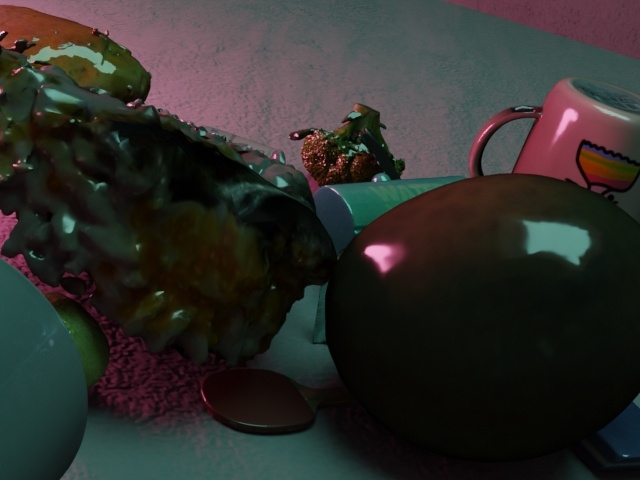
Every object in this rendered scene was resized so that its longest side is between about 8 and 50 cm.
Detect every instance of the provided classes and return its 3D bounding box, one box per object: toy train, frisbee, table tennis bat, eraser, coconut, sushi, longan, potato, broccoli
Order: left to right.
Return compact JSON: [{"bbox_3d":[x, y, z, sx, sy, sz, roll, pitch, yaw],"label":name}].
[{"bbox_3d":[-0.331,-0.183,1.236,0.296,0.141,0.192,4,25,9],"label":"potato"},{"bbox_3d":[-0.209,0.085,0.877,0.087,0.096,0.088,-8,52,11],"label":"coconut"},{"bbox_3d":[-0.181,-0.047,0.996,0.417,0.176,0.417,25,6,-3],"label":"sushi"},{"bbox_3d":[-0.029,0.136,0.971,0.156,0.013,0.087,0,27,-30],"label":"table tennis bat"},{"bbox_3d":[0.039,-0.110,1.410,0.131,0.120,0.130,32,15,35],"label":"broccoli"},{"bbox_3d":[0.099,-0.054,1.344,0.187,0.012,0.211,60,31,2],"label":"frisbee"},{"bbox_3d":[0.100,-0.011,1.226,0.248,0.101,0.159,-7,55,-40],"label":"toy train"},{"bbox_3d":[0.148,0.070,0.966,0.300,0.300,0.243,11,67,-15],"label":"longan"},{"bbox_3d":[0.248,0.151,1.090,0.082,0.036,0.225,3,27,-30],"label":"eraser"}]

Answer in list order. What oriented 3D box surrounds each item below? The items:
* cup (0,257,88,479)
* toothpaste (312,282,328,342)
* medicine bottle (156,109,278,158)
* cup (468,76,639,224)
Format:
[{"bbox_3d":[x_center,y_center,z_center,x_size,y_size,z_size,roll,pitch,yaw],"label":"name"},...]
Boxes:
[{"bbox_3d":[-0.270,0.140,0.565,0.205,0.205,0.312,19,25,4],"label":"cup"},{"bbox_3d":[0.124,0.074,1.146,0.296,0.075,0.048,6,8,-30],"label":"toothpaste"},{"bbox_3d":[-0.131,-0.075,1.241,0.168,0.105,0.105,19,24,3],"label":"medicine bottle"},{"bbox_3d":[0.331,-0.109,1.504,0.252,0.200,0.191,17,24,1],"label":"cup"}]
